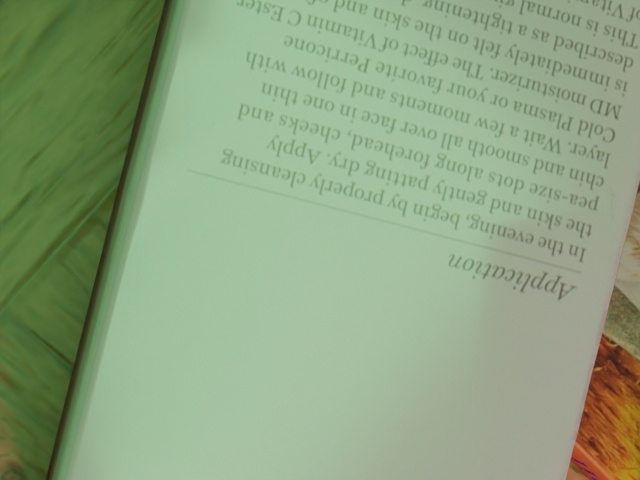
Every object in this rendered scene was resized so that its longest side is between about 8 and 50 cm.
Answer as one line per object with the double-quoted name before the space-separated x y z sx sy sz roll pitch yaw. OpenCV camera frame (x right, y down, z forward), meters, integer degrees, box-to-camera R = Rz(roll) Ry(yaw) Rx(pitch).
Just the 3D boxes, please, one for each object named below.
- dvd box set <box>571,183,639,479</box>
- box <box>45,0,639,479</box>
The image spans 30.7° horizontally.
"dvd box set" 0.317 0.088 0.606 0.307 0.062 0.420 -45 98 -5
"box" 0.000 0.000 0.470 0.168 0.215 0.345 15 90 -10
